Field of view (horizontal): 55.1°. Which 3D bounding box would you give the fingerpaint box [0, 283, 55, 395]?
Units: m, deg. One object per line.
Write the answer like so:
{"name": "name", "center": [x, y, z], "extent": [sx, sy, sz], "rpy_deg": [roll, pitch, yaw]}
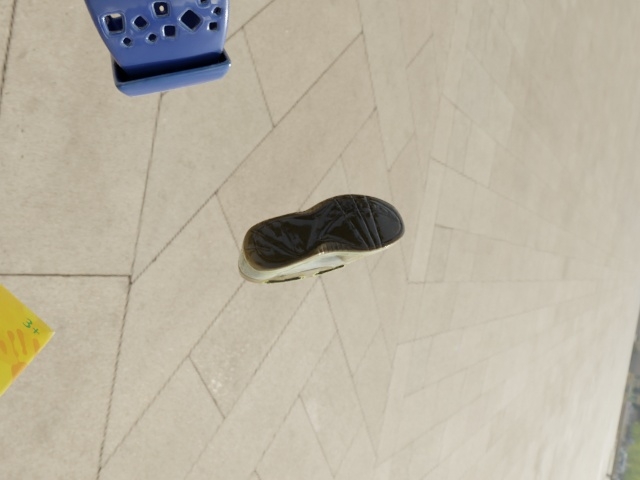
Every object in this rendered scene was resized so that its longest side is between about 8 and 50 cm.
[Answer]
{"name": "fingerpaint box", "center": [-0.445, 0.031, 0.380], "extent": [0.445, 0.163, 0.371], "rpy_deg": [48, 9, -13]}

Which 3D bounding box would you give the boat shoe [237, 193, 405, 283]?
{"name": "boat shoe", "center": [0.000, 0.000, 0.451], "extent": [0.135, 0.045, 0.050], "rpy_deg": [-10, 69, -29]}

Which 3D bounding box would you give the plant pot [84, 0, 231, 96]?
{"name": "plant pot", "center": [-0.282, -0.392, 1.077], "extent": [0.235, 0.236, 0.212], "rpy_deg": [-15, 128, -12]}
